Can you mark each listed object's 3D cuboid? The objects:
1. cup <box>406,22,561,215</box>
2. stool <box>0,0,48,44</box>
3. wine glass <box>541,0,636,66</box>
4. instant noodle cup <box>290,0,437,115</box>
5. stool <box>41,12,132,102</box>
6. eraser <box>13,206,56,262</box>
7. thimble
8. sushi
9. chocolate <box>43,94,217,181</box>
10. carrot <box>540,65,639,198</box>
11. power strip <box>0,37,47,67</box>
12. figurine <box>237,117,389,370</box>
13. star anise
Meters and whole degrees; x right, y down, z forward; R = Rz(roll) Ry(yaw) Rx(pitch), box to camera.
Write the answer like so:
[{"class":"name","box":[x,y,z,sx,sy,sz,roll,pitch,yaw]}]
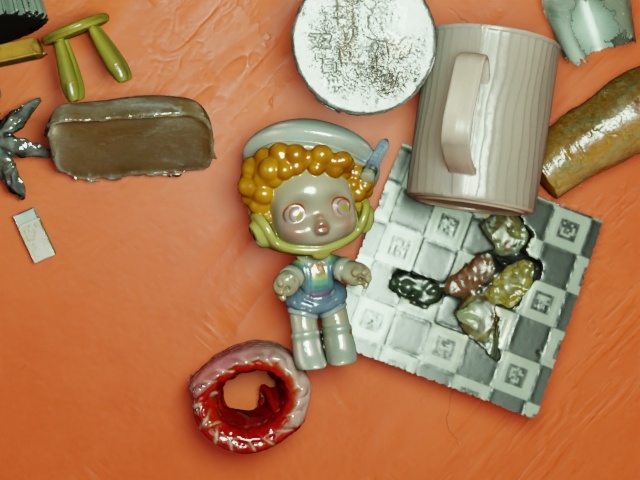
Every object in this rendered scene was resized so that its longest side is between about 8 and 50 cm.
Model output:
[{"class":"cup","box":[0.252,-0.184,1.810,0.208,0.288,0.273,9,88,-10]},{"class":"stool","box":[-0.580,-0.449,1.745,0.297,0.297,0.330,-13,93,-3]},{"class":"wine glass","box":[0.395,-0.438,1.888,0.143,0.143,0.321,-23,98,-2]},{"class":"instant noodle cup","box":[0.056,-0.298,1.840,0.217,0.207,0.218,0,97,-4]},{"class":"stool","box":[-0.359,-0.281,1.859,0.135,0.134,0.111,-12,104,42]},{"class":"eraser","box":[-0.456,-0.009,1.922,0.038,0.019,0.083,-23,96,0]},{"class":"thimble","box":[-0.109,0.246,1.918,0.189,0.125,0.163,-17,95,-3]},{"class":"sushi","box":[0.233,0.065,1.957,0.359,0.064,0.343,21,84,-2]},{"class":"chocolate","box":[-0.294,-0.172,1.872,0.261,0.161,0.083,-4,57,-9]},{"class":"carrot","box":[0.473,-0.186,1.916,0.301,0.139,0.139,-31,97,1]},{"class":"power strip","box":[-0.516,-0.283,1.877,0.178,0.049,0.028,-13,91,-3]},{"class":"figurine","box":[-0.031,0.005,1.858,0.224,0.205,0.382,7,92,-9]},{"class":"star anise","box":[-0.505,-0.159,1.883,0.180,0.061,0.205,-13,96,-3]}]
